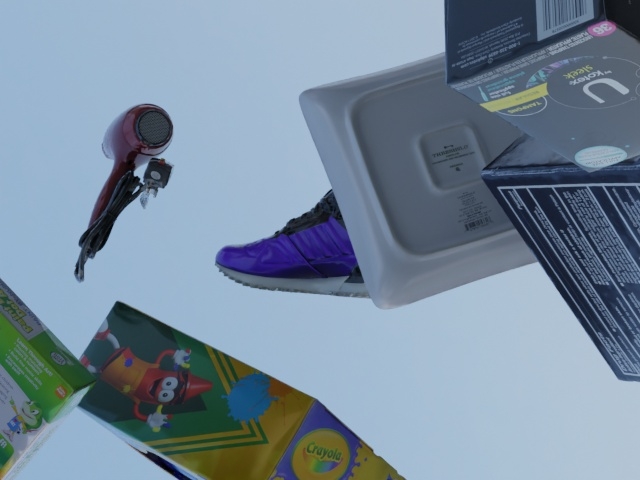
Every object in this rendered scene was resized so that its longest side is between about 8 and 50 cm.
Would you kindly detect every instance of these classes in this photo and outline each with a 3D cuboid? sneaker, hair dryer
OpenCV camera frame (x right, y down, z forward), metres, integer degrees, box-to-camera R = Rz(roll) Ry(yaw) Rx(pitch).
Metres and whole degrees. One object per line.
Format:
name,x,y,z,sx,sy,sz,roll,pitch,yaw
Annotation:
sneaker,0.001,0.000,1.955,0.102,0.293,0.146,8,-93,-66
hair dryer,-0.284,-0.091,2.002,0.080,0.223,0.293,38,-160,-19

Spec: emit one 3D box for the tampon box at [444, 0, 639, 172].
tampon box,0.171,-0.128,0.914,0.161,0.120,0.101,24,-122,-41

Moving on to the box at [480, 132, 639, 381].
box,0.365,-0.010,1.457,0.183,0.294,0.296,-42,-72,-19

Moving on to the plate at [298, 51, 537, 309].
plate,0.148,-0.088,1.670,0.045,0.277,0.278,119,133,-72

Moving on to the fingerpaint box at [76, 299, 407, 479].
fingerpaint box,-0.082,0.300,1.998,0.163,0.371,0.445,-58,-37,-12

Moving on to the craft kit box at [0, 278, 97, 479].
craft kit box,-0.408,0.155,1.614,0.250,0.246,0.061,45,-157,10
